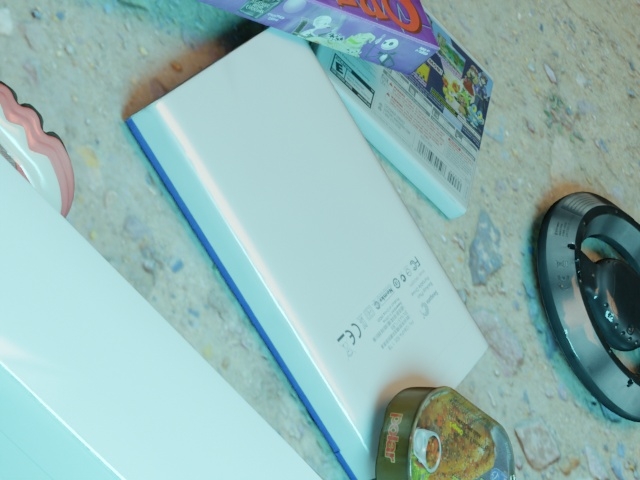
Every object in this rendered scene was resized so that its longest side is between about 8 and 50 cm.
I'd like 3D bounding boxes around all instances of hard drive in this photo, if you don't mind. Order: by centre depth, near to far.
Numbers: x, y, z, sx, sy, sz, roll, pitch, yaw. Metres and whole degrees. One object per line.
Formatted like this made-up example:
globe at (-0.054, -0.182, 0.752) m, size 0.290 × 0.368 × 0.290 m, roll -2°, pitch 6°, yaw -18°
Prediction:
hard drive at (0.000, 0.000, 1.282) m, size 0.318 × 0.040 × 0.210 m, roll 58°, pitch 37°, yaw -8°

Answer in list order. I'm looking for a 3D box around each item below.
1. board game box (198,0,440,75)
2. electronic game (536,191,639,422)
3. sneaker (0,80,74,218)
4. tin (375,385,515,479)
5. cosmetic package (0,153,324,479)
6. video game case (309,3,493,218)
board game box at (-0.062, -0.261, 1.316) m, size 0.347 × 0.056 × 0.208 m, roll 13°, pitch 52°, yaw -45°
electronic game at (0.280, 0.062, 1.578) m, size 0.229 × 0.048 × 0.229 m, roll 26°, pitch 52°, yaw -39°
sneaker at (-0.272, -0.085, 0.942) m, size 0.314 × 0.116 × 0.136 m, roll 47°, pitch 41°, yaw -22°
tin at (0.096, 0.176, 1.256) m, size 0.190 × 0.040 × 0.106 m, roll 40°, pitch 52°, yaw -53°
cosmetic package at (-0.203, 0.091, 0.782) m, size 0.377 × 0.284 × 0.097 m, roll 48°, pitch 40°, yaw -22°
video game case at (0.073, -0.144, 1.471) m, size 0.201 × 0.023 × 0.183 m, roll 42°, pitch 42°, yaw -26°
